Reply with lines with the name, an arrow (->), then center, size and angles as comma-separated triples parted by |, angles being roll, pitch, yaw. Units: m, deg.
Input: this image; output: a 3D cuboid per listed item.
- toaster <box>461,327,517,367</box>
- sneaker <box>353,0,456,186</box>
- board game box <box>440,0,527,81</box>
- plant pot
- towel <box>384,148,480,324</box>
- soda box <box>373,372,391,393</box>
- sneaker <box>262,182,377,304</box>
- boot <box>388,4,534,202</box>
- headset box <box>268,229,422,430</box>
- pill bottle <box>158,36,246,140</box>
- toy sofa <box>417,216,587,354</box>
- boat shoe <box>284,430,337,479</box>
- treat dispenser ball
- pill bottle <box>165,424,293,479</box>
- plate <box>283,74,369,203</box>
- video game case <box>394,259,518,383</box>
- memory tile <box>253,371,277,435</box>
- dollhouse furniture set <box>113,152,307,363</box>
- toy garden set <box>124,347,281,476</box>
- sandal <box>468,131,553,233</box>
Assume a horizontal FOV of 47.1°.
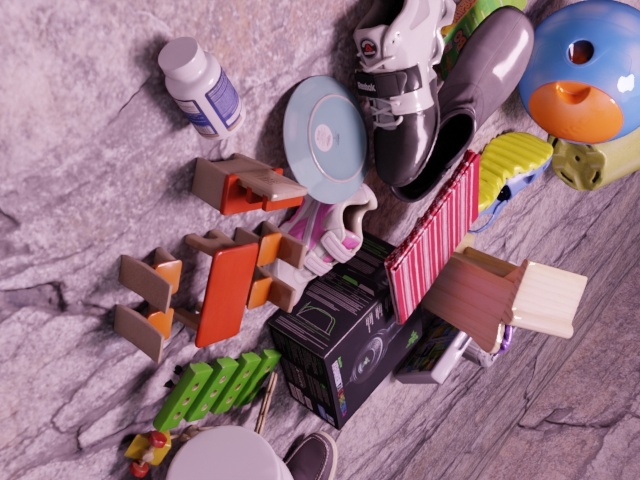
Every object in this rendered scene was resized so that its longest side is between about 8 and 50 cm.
toaster -> 0.395, 0.216, 1.847 | 0.227, 0.146, 0.129 | -50, 146, -16
sneaker -> 0.098, -0.247, 1.075 | 0.146, 0.123, 0.330 | 6, 90, -41
board game box -> 0.284, -0.391, 1.309 | 0.259, 0.039, 0.124 | -51, 147, -18
plant pot -> 0.728, -0.257, 1.867 | 0.254, 0.276, 0.276 | -32, 140, -20
towel -> 0.196, -0.005, 1.254 | 0.274, 0.031, 0.198 | -52, 152, -21
soda box -> 0.062, 0.289, 1.508 | 0.216, 0.069, 0.073 | -19, 130, -48
sneaker -> 0.000, 0.000, 1.147 | 0.103, 0.111, 0.252 | 19, 99, -58
boot -> 0.238, -0.214, 1.179 | 0.338, 0.118, 0.222 | -60, 180, 20
headset box -> 0.063, 0.158, 1.345 | 0.283, 0.131, 0.246 | -43, 145, -28
pill bottle -> -0.138, -0.177, 0.853 | 0.067, 0.067, 0.120 | -52, 148, -14
toy sofa -> 0.307, 0.089, 1.397 | 0.150, 0.362, 0.177 | 15, 96, -28
boat shoe -> -0.065, 0.516, 1.483 | 0.285, 0.103, 0.092 | -57, 154, 5
treat dispenser ball -> 0.546, -0.338, 1.482 | 0.288, 0.288, 0.288 | -35, 140, -35
pill bottle -> -0.134, 0.459, 1.209 | 0.204, 0.204, 0.361 | -43, 150, -26
plate -> 0.019, -0.147, 1.064 | 0.188, 0.024, 0.188 | 1, 88, -48
video game case -> 0.296, 0.193, 1.641 | 0.300, 0.036, 0.329 | -52, 179, -13
memory tile -> -0.097, 0.292, 1.249 | 0.148, 0.012, 0.113 | 111, -6, -64
dollhouse furniture set -> -0.116, 0.027, 0.981 | 0.262, 0.135, 0.259 | -16, 127, -49
toy garden set -> -0.187, 0.255, 1.144 | 0.203, 0.049, 0.244 | -57, 157, 12
sandal -> 0.382, -0.124, 1.596 | 0.317, 0.126, 0.138 | -34, 144, -23
